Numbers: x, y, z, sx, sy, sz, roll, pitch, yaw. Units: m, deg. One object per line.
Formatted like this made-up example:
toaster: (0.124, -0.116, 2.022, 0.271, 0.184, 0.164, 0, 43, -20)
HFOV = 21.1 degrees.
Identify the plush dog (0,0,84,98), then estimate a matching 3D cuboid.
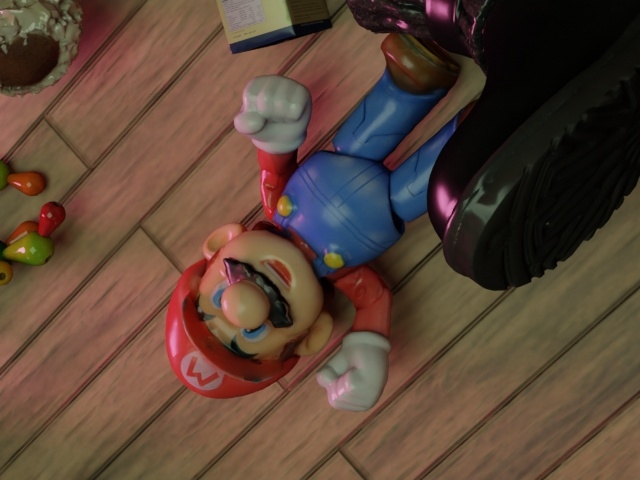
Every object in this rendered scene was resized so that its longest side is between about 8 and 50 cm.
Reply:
plush dog: (-0.294, -0.261, 1.375, 0.262, 0.210, 0.225, 23, 94, -13)

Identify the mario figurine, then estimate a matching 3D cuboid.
mario figurine: (0.000, 0.000, 1.288, 0.320, 0.170, 0.198, -47, 47, 14)

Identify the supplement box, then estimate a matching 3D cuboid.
supplement box: (-0.040, -0.193, 1.317, 0.056, 0.083, 0.083, -14, 96, 22)

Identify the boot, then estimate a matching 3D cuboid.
boot: (0.108, -0.131, 1.141, 0.260, 0.348, 0.131, 27, 143, 26)

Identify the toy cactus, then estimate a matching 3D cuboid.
toy cactus: (-0.325, 0.002, 1.465, 0.219, 0.112, 0.180, 17, 116, 9)
